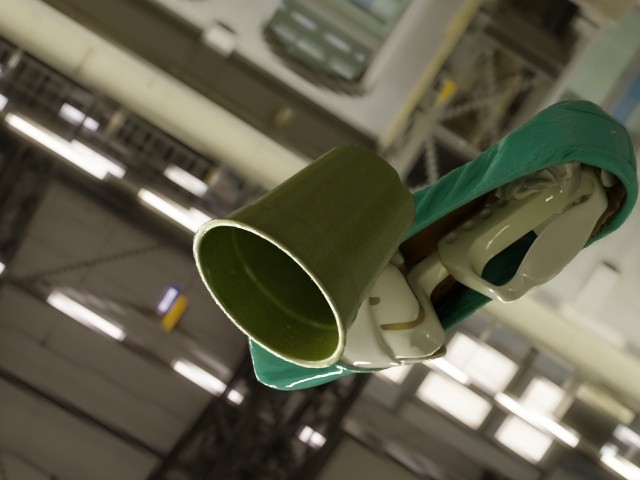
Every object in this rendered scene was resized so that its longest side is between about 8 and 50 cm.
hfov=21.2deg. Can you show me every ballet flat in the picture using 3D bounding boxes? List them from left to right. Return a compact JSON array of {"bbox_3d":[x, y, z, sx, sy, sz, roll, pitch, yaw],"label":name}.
[{"bbox_3d":[0.066,0.014,0.923,0.083,0.247,0.087,52,-174,-31],"label":"ballet flat"}]

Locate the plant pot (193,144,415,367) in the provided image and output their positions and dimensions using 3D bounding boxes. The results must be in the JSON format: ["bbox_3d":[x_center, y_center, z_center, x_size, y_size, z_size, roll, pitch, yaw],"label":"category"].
[{"bbox_3d":[0.000,0.000,0.760,0.083,0.079,0.083,29,145,23],"label":"plant pot"}]
